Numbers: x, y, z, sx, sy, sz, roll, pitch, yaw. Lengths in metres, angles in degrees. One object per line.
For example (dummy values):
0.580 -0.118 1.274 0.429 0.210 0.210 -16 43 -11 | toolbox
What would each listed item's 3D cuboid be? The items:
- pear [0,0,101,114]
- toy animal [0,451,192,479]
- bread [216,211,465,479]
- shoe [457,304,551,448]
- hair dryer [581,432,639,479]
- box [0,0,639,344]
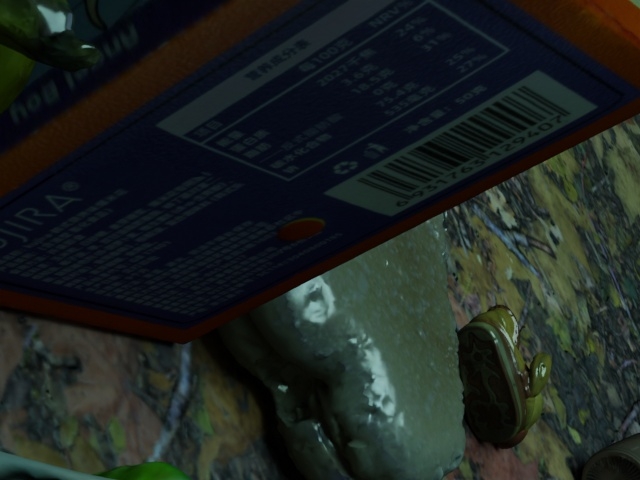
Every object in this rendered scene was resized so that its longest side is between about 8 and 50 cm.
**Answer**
-0.210 -0.157 0.448 0.375 0.287 0.287 37 23 21 | pear
-0.098 0.167 0.422 0.212 0.267 0.212 37 34 -31 | toy animal
-0.003 0.003 0.863 0.183 0.102 0.337 24 49 -42 | bread
0.145 0.105 1.027 0.109 0.072 0.069 58 35 -7 | shoe
0.292 0.262 1.148 0.117 0.064 0.181 -1 75 -59 | hair dryer
-0.060 -0.165 0.659 0.257 0.349 0.318 17 54 -51 | box
